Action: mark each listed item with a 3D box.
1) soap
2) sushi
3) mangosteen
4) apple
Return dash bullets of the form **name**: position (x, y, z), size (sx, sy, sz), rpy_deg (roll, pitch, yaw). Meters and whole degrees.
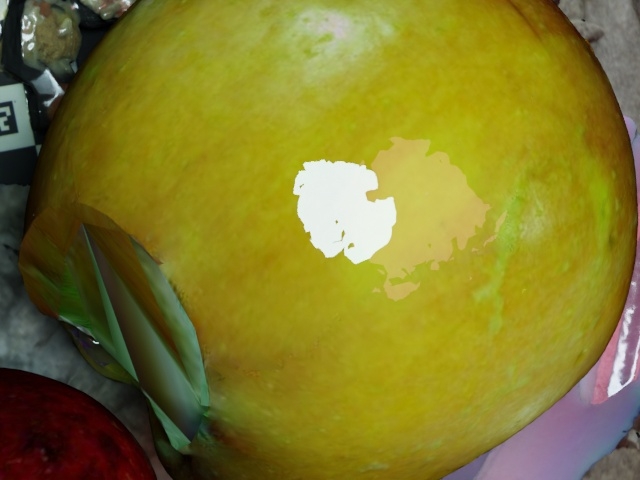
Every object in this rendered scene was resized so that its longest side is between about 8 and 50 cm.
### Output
- **soap**: position (0.159, 0.071, 1.114), size (0.109, 0.193, 0.324), rpy_deg (20, 79, -34)
- **sushi**: position (-0.157, -0.173, 0.965), size (0.192, 0.043, 0.279), rpy_deg (4, 88, -37)
- **mangosteen**: position (-0.179, 0.190, 0.857), size (0.257, 0.215, 0.215), rpy_deg (37, 68, -50)
- **apple**: position (0.000, 0.000, 0.878), size (0.374, 0.384, 0.374), rpy_deg (6, 51, -8)
